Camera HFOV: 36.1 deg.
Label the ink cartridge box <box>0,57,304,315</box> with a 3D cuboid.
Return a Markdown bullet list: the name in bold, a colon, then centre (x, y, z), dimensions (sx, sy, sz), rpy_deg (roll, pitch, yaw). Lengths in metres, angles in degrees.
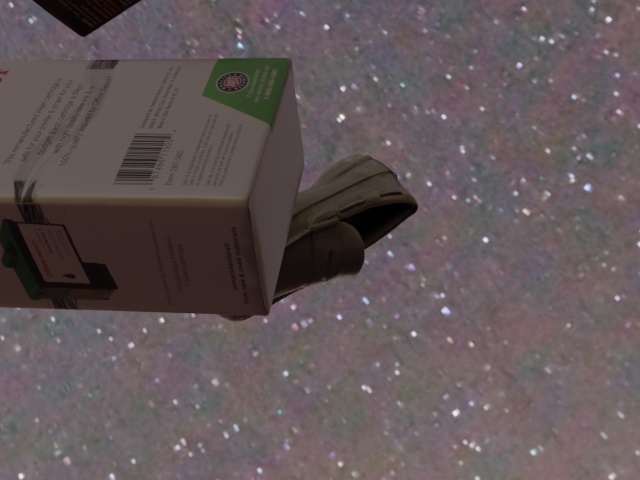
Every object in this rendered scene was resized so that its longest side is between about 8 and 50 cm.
- **ink cartridge box**: centre (-0.132, -0.039, 0.620), dimensions (0.219, 0.160, 0.093), rpy_deg (1, -50, 9)

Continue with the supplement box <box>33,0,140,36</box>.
- **supplement box**: centre (-0.157, -0.268, 0.815), dimensions (0.188, 0.104, 0.081), rpy_deg (-26, -36, 22)

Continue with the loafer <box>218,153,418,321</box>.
- **loafer**: centre (0.000, 0.000, 1.143), dimensions (0.319, 0.111, 0.112), rpy_deg (-40, -26, -39)
